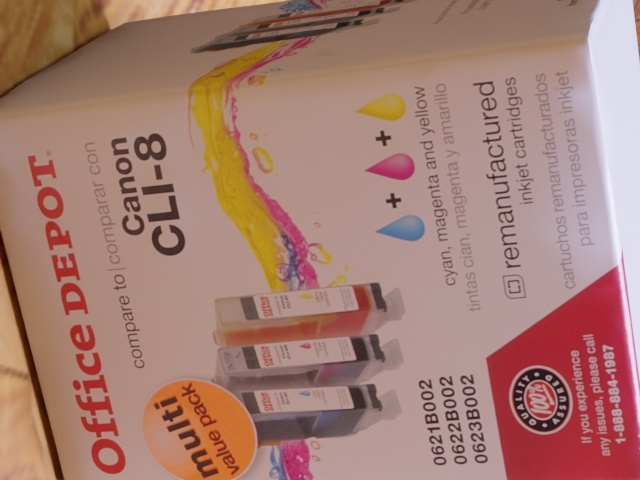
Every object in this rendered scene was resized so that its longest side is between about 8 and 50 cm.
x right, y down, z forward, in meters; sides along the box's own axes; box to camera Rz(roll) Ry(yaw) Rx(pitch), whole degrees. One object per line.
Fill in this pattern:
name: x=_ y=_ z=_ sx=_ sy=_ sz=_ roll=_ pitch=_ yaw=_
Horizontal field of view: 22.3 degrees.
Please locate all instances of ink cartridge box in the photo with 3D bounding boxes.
ink cartridge box: x=0.009 y=-0.004 z=0.495 sx=0.127 sy=0.176 sz=0.128 roll=-53 pitch=134 yaw=-65
